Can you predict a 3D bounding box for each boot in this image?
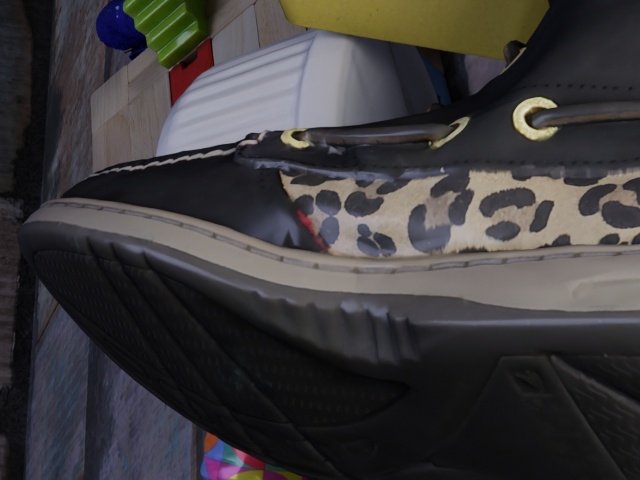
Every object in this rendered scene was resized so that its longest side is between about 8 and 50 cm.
[{"bbox_3d":[0.079,-0.048,0.583,0.377,0.138,0.284,2,48,45],"label":"boot"}]

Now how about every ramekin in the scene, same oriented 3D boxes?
[{"bbox_3d":[0.000,0.000,0.915,0.273,0.127,0.272,-9,-90,-70],"label":"ramekin"}]

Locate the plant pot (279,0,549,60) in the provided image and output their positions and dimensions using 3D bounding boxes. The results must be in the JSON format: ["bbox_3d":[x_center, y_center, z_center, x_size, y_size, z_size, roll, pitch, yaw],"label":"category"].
[{"bbox_3d":[0.071,-0.215,0.813,0.212,0.212,0.187,-48,-34,-54],"label":"plant pot"}]

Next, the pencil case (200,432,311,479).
[{"bbox_3d":[-0.044,0.103,1.280,0.104,0.104,0.236,-171,88,-72],"label":"pencil case"}]

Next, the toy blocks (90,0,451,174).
[{"bbox_3d":[-0.044,-0.079,1.153,0.381,0.191,0.261,-36,43,28],"label":"toy blocks"}]

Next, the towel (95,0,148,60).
[{"bbox_3d":[-0.094,-0.250,1.452,0.076,0.228,0.308,59,168,-14],"label":"towel"}]
